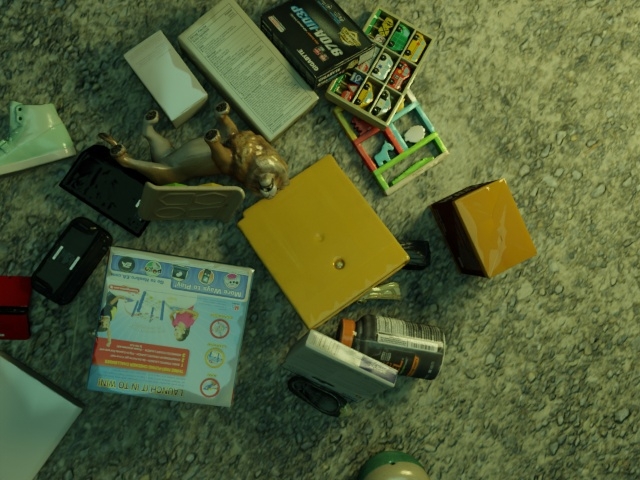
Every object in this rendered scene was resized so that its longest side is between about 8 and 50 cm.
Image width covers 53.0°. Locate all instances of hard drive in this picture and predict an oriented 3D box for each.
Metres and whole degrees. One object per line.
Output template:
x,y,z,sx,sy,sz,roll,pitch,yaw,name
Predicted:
-0.734,0.458,1.443,0.233,0.047,0.353,36,86,-6,hard drive

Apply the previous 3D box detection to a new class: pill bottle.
0.159,0.248,1.518,0.245,0.130,0.131,11,88,-7,pill bottle

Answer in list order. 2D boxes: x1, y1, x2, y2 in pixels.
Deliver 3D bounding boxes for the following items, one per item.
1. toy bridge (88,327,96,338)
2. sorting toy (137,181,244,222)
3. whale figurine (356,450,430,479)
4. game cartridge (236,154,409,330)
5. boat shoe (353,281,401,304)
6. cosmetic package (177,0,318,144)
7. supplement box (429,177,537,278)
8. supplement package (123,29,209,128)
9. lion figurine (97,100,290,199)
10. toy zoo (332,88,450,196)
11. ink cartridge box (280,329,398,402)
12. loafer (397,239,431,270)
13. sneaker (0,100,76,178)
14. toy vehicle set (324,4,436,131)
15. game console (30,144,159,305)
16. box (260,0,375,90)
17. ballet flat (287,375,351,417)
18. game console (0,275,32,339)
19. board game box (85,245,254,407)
-0.461,0.269,1.489,0.188,0.026,0.063,37,87,-6,toy bridge
-0.289,-0.087,1.415,0.208,0.193,0.038,3,71,-21,sorting toy
0.171,0.622,1.535,0.216,0.141,0.272,-9,115,-7,whale figurine
0.000,0.000,1.495,0.285,0.053,0.324,-34,74,-6,game cartridge
0.121,0.136,1.551,0.152,0.056,0.048,-12,87,-15,boat shoe
-0.166,-0.385,1.486,0.160,0.113,0.309,-41,94,-6,cosmetic package
0.377,-0.029,1.513,0.129,0.194,0.192,-25,93,-7,supplement box
-0.348,-0.364,1.465,0.105,0.105,0.179,-37,94,-6,supplement package
-0.275,-0.184,1.447,0.391,0.240,0.142,2,63,14,lion figurine
0.161,-0.282,1.569,0.192,0.030,0.293,-34,94,-6,toy zoo
0.037,0.292,1.472,0.223,0.224,0.045,27,62,-8,ink cartridge box
0.156,0.022,1.551,0.223,0.076,0.078,6,70,-3,loafer
-0.695,-0.223,1.424,0.255,0.094,0.151,-20,98,-17,sneaker
0.144,-0.413,1.534,0.165,0.035,0.267,29,77,0,toy vehicle set
-0.536,-0.028,1.472,0.213,0.044,0.361,35,84,-6,game console
-0.007,-0.472,1.485,0.175,0.051,0.220,-33,72,-18,box
-0.003,0.380,1.536,0.173,0.049,0.058,28,88,-6,ballet flat
-0.731,0.154,1.460,0.143,0.085,0.124,3,121,-7,game console
-0.319,0.184,1.385,0.308,0.086,0.302,10,89,-8,board game box
